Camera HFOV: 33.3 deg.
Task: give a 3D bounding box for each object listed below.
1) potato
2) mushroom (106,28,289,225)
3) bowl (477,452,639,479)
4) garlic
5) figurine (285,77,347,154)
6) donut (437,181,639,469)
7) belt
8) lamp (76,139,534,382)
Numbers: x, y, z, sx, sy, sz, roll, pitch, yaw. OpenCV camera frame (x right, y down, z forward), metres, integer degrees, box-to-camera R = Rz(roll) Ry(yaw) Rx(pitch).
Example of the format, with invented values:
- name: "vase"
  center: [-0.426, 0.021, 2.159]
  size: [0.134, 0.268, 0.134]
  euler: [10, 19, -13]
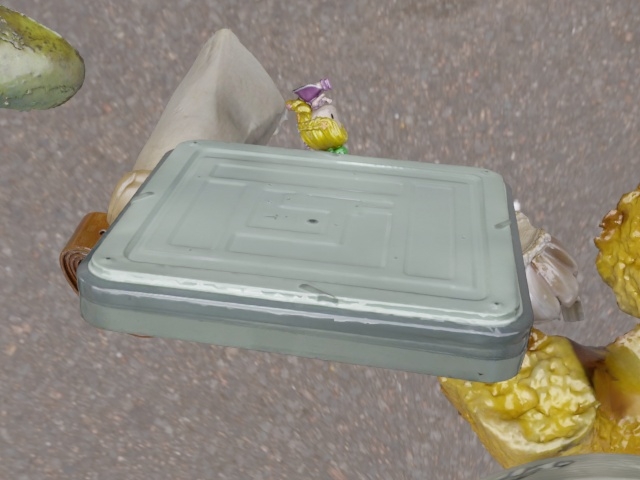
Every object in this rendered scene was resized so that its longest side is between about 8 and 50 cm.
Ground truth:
- name: "potato"
  center: [-0.313, -0.183, 1.003]
  size: [0.198, 0.054, 0.119]
  euler: [21, 49, -23]
- name: "mushroom"
  center: [-0.165, -0.138, 1.519]
  size: [0.137, 0.154, 0.407]
  euler: [-19, 33, 35]
- name: "bowl"
  center: [0.092, 0.175, 0.323]
  size: [0.237, 0.126, 0.238]
  euler: [-4, 69, 11]
- name: "garlic"
  center: [0.274, 0.060, 1.373]
  size: [0.131, 0.194, 0.127]
  euler: [28, 81, 44]
- name: "figurine"
  center: [-0.012, -0.206, 1.960]
  size: [0.115, 0.095, 0.156]
  euler: [-20, 95, 28]
- name: "donut"
  center: [0.375, 0.129, 1.194]
  size: [0.435, 0.377, 0.163]
  euler: [-54, 44, 30]
- name: "belt"
  center: [-0.351, 0.063, 1.925]
  size: [0.184, 0.261, 0.105]
  euler: [-6, 44, 33]
- name: "lamp"
  center: [0.000, 0.000, 0.719]
  size: [0.266, 0.269, 0.047]
  euler: [6, 113, 4]
